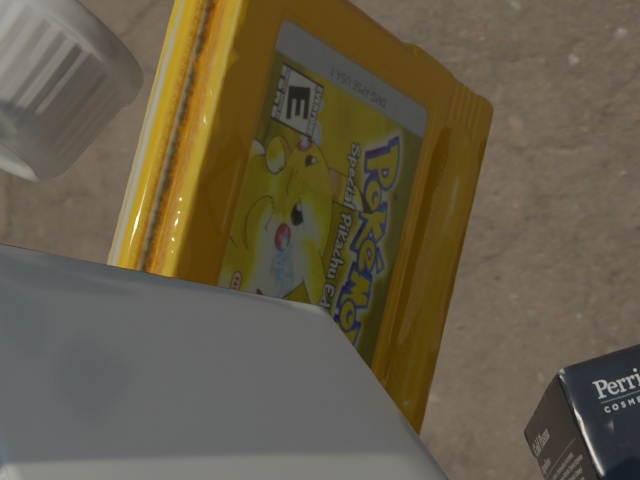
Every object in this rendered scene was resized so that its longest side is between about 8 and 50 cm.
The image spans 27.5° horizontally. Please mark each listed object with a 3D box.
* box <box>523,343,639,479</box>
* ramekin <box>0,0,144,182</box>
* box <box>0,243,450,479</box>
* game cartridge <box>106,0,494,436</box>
[{"bbox_3d":[0.358,0.201,0.885,0.179,0.343,0.313,88,164,-68],"label":"box"},{"bbox_3d":[-0.297,-0.159,1.126,0.272,0.273,0.127,20,74,43],"label":"ramekin"},{"bbox_3d":[-0.125,0.187,0.478,0.345,0.215,0.168,-50,54,20],"label":"box"},{"bbox_3d":[0.000,0.000,0.808,0.052,0.323,0.285,9,83,35],"label":"game cartridge"}]
